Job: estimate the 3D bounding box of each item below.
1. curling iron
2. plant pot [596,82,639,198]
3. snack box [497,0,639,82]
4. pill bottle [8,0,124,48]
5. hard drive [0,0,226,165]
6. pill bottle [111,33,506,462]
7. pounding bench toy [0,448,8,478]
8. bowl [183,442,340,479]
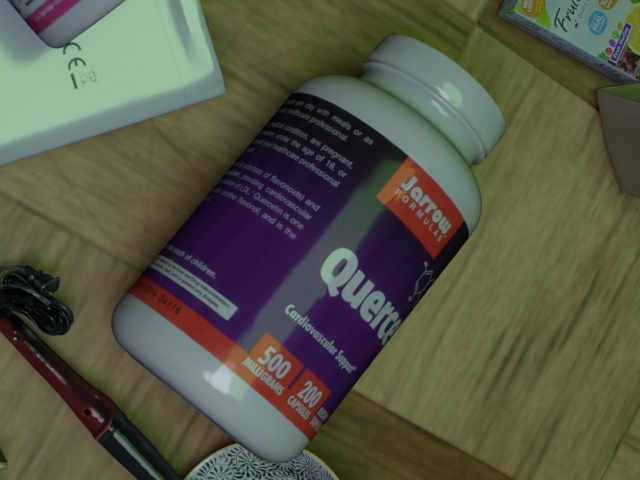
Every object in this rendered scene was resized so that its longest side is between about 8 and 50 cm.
[{"bbox_3d":[-0.166,0.132,1.007,0.274,0.068,0.035,53,42,-5],"label":"curling iron"},{"bbox_3d":[0.321,-0.086,1.169,0.109,0.109,0.096,-10,110,-19],"label":"plant pot"},{"bbox_3d":[0.239,-0.215,1.159,0.141,0.037,0.100,25,84,-20],"label":"snack box"},{"bbox_3d":[-0.212,-0.285,0.874,0.160,0.160,0.283,-42,105,-12],"label":"pill bottle"},{"bbox_3d":[-0.270,-0.168,0.971,0.353,0.047,0.233,-20,100,-18],"label":"hard drive"},{"bbox_3d":[0.000,0.000,1.011,0.181,0.181,0.323,42,80,-18],"label":"pill bottle"},{"bbox_3d":[-0.285,0.188,0.989,0.083,0.052,0.065,4,93,-20],"label":"pounding bench toy"},{"bbox_3d":[-0.040,0.254,1.055,0.170,0.170,0.080,-55,152,-9],"label":"bowl"}]
